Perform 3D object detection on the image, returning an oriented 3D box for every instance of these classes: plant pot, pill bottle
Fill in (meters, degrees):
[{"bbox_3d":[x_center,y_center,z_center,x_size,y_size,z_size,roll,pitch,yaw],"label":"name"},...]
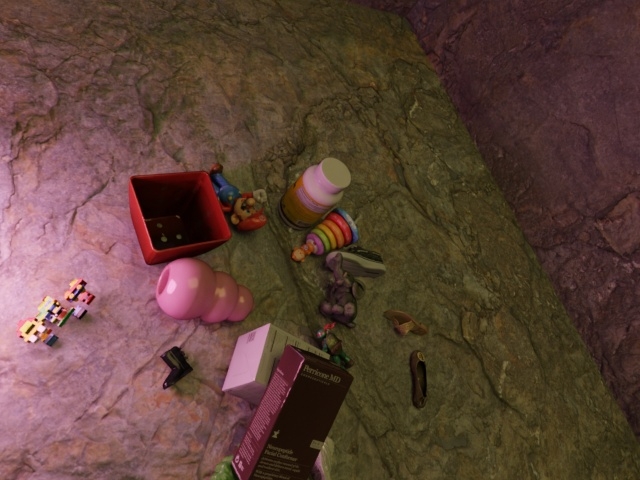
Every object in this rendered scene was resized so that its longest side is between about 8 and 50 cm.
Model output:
[{"bbox_3d":[-0.503,-0.055,1.531,0.267,0.236,0.267,-12,72,-39],"label":"plant pot"},{"bbox_3d":[-0.024,-0.196,1.882,0.188,0.334,0.187,17,55,-27],"label":"pill bottle"}]

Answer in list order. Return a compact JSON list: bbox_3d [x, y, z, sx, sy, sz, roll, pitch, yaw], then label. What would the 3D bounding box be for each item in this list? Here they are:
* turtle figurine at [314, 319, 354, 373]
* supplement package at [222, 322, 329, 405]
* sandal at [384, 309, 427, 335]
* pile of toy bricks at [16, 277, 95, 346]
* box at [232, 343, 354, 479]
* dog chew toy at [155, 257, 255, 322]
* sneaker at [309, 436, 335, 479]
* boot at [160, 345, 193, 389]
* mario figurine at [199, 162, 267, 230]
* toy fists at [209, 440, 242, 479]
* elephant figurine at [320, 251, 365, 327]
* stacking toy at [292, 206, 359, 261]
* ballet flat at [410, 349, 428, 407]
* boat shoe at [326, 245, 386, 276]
[{"bbox_3d":[0.033,0.415,1.722,0.234,0.118,0.175,53,47,-5],"label":"turtle figurine"},{"bbox_3d":[-0.143,0.438,1.501,0.263,0.199,0.198,34,49,-25],"label":"supplement package"},{"bbox_3d":[0.386,0.387,1.997,0.240,0.088,0.079,29,45,-24],"label":"sandal"},{"bbox_3d":[-0.770,0.199,1.302,0.105,0.118,0.212,25,64,14],"label":"pile of toy bricks"},{"bbox_3d":[-0.079,0.524,1.318,0.191,0.143,0.381,28,83,-26],"label":"box"},{"bbox_3d":[-0.372,0.185,1.517,0.332,0.207,0.206,24,53,-32],"label":"dog chew toy"},{"bbox_3d":[0.013,0.733,1.535,0.115,0.090,0.232,-1,66,-39],"label":"sneaker"},{"bbox_3d":[-0.469,0.397,1.419,0.099,0.045,0.121,55,41,1],"label":"boot"},{"bbox_3d":[-0.329,-0.177,1.763,0.320,0.170,0.198,44,82,4],"label":"mario figurine"},{"bbox_3d":[-0.229,0.694,1.384,0.279,0.096,0.142,-35,96,-44],"label":"toy fists"},{"bbox_3d":[0.104,0.204,1.849,0.170,0.186,0.239,16,62,0],"label":"elephant figurine"},{"bbox_3d":[0.000,0.000,1.933,0.302,0.166,0.175,-31,88,-27],"label":"stacking toy"},{"bbox_3d":[0.431,0.589,1.930,0.084,0.058,0.249,25,53,-22],"label":"ballet flat"},{"bbox_3d":[0.150,0.084,2.006,0.335,0.121,0.119,17,47,-40],"label":"boat shoe"}]
